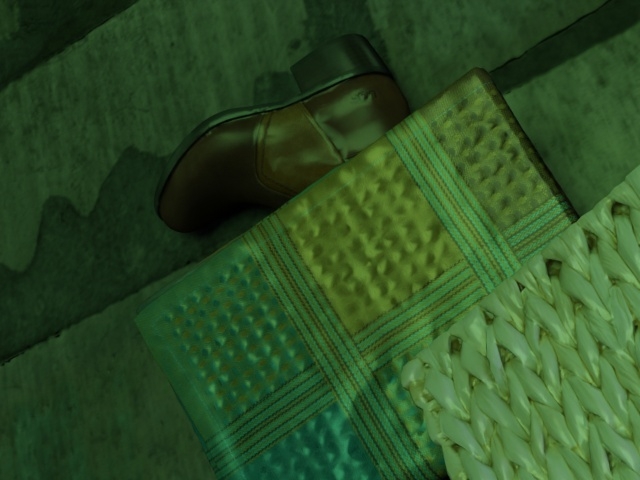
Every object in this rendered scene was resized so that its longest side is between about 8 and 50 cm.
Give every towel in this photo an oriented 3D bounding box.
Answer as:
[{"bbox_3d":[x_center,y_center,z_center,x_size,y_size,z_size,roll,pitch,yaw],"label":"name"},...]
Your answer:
[{"bbox_3d":[0.047,0.069,1.271,0.370,0.040,0.271,-36,68,16],"label":"towel"}]

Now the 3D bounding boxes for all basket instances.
[{"bbox_3d":[0.278,0.154,0.952,0.266,0.331,0.328,-39,51,18],"label":"basket"}]

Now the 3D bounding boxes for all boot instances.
[{"bbox_3d":[0.000,0.000,1.379,0.264,0.096,0.280,-31,64,12],"label":"boot"}]
